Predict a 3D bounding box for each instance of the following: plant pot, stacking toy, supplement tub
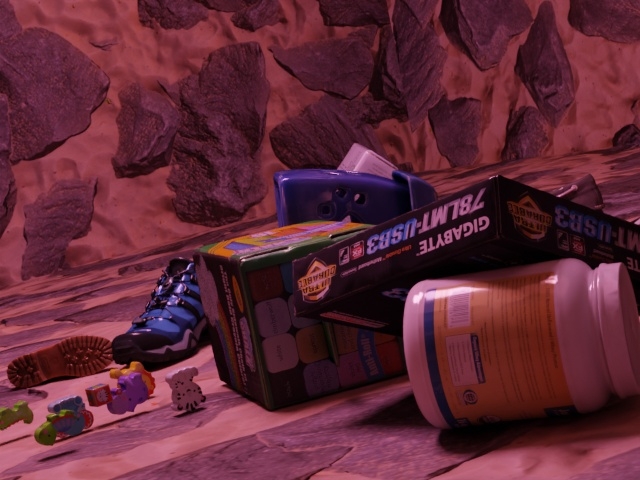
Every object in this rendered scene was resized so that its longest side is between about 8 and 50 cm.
[{"bbox_3d":[0.053,0.013,1.996,0.212,0.236,0.236,-6,5,-3],"label":"plant pot"},{"bbox_3d":[-0.263,0.197,1.718,0.221,0.052,0.167,-17,7,-32],"label":"stacking toy"},{"bbox_3d":[0.190,0.095,1.354,0.200,0.144,0.144,-9,7,19],"label":"supplement tub"}]

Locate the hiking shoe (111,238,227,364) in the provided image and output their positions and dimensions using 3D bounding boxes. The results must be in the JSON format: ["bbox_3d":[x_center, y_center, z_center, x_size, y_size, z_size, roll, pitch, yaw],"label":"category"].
[{"bbox_3d":[-0.219,0.095,2.135,0.113,0.132,0.304,-8,9,26],"label":"hiking shoe"}]

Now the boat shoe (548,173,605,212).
[{"bbox_3d":[0.336,-0.047,2.602,0.335,0.095,0.112,-10,6,13],"label":"boat shoe"}]

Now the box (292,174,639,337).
[{"bbox_3d":[0.173,0.038,1.509,0.296,0.073,0.293,16,-27,-39],"label":"box"}]

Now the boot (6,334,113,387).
[{"bbox_3d":[-0.369,0.170,2.118,0.158,0.059,0.084,-12,1,3],"label":"boot"}]

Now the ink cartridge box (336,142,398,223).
[{"bbox_3d":[0.000,0.000,2.323,0.071,0.330,0.324,32,4,-5],"label":"ink cartridge box"}]

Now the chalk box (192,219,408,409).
[{"bbox_3d":[-0.017,0.082,1.704,0.179,0.180,0.289,-14,8,-18],"label":"chalk box"}]

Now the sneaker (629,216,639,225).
[{"bbox_3d":[0.419,0.008,2.009,0.097,0.084,0.235,-7,7,42],"label":"sneaker"}]
